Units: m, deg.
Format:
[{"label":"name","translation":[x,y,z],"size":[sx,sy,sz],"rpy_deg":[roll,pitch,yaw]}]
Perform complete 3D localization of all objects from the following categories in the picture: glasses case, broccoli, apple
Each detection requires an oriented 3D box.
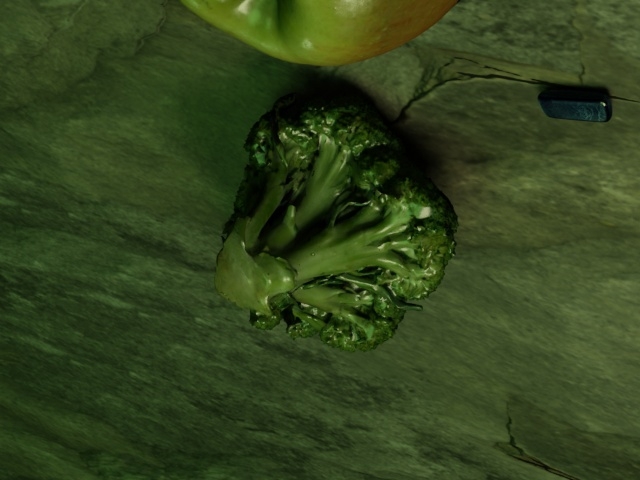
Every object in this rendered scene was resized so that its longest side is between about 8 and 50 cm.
[{"label":"glasses case","translation":[0.274,-0.145,2.054],"size":[0.083,0.023,0.033],"rpy_deg":[8,142,34]},{"label":"broccoli","translation":[0.000,0.000,2.223],"size":[0.303,0.283,0.321],"rpy_deg":[29,127,26]},{"label":"apple","translation":[0.001,-0.323,1.826],"size":[0.338,0.305,0.338],"rpy_deg":[19,141,17]}]
